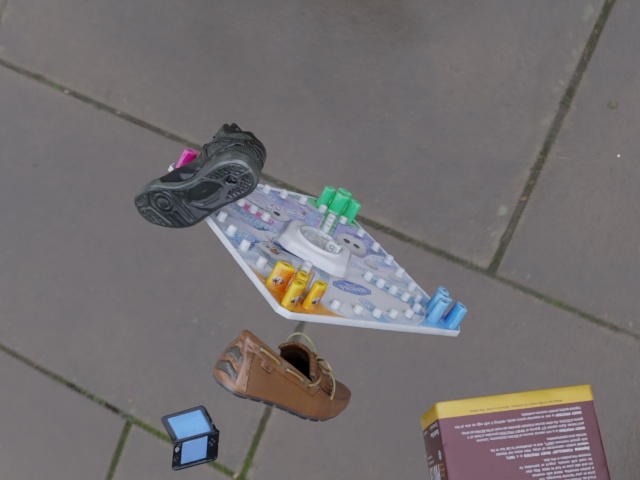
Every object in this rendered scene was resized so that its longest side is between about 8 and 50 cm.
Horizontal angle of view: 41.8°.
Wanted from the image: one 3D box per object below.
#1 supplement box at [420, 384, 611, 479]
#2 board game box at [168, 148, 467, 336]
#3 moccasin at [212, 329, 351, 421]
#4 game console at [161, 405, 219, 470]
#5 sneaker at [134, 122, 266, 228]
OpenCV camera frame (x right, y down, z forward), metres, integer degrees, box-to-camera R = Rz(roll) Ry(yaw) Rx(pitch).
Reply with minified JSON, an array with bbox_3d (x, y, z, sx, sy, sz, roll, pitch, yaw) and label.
[{"bbox_3d":[0.236,0.291,1.018,0.191,0.129,0.194,-6,71,-5],"label":"supplement box"},{"bbox_3d":[0.000,0.000,1.337,0.390,0.390,0.050,48,117,41],"label":"board game box"},{"bbox_3d":[-0.054,0.260,1.663,0.139,0.380,0.147,27,87,45],"label":"moccasin"},{"bbox_3d":[-0.295,0.443,1.875,0.122,0.071,0.107,-20,47,22],"label":"game console"},{"bbox_3d":[-0.169,-0.096,1.242,0.228,0.130,0.087,-23,116,31],"label":"sneaker"}]
